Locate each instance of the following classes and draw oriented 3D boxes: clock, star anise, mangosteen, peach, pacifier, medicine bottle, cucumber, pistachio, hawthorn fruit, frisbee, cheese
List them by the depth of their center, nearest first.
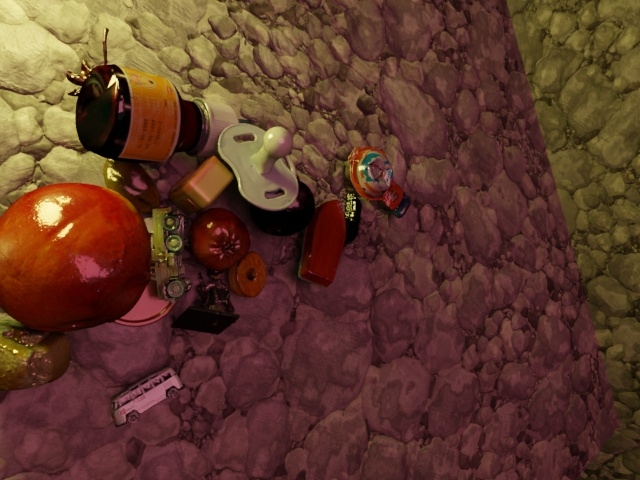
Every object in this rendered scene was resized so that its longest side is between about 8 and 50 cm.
[{"bbox_3d":[-0.567,0.041,1.011,0.372,0.290,0.373,12,44,-12],"label":"peach"},{"bbox_3d":[-0.429,-0.324,1.197,0.394,0.242,0.243,-4,87,-52],"label":"medicine bottle"},{"bbox_3d":[-0.590,-0.439,1.199,0.177,0.073,0.234,42,75,-36],"label":"star anise"},{"bbox_3d":[-0.528,-0.153,1.199,0.110,0.100,0.189,-42,108,-32],"label":"pistachio"},{"bbox_3d":[-0.140,-0.231,1.206,0.238,0.225,0.288,-19,80,-38],"label":"pacifier"},{"bbox_3d":[-0.517,0.117,1.227,0.250,0.021,0.251,3,84,-33],"label":"frisbee"},{"bbox_3d":[-0.349,-0.157,1.251,0.096,0.202,0.143,49,63,-21],"label":"clock"},{"bbox_3d":[-0.310,-0.013,1.285,0.179,0.200,0.179,-22,128,-30],"label":"hawthorn fruit"},{"bbox_3d":[-0.125,-0.139,1.402,0.211,0.211,0.250,5,65,-32],"label":"mangosteen"},{"bbox_3d":[0.122,-0.068,1.637,0.070,0.046,0.220,21,74,-37],"label":"cucumber"},{"bbox_3d":[0.228,-0.226,1.666,0.329,0.129,0.217,44,66,-22],"label":"cheese"}]

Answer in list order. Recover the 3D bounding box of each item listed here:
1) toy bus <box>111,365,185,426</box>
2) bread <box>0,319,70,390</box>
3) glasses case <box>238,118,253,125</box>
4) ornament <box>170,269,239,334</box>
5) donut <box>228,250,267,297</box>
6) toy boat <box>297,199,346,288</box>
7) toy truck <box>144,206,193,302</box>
[{"bbox_3d":[-0.479,0.424,1.187,0.193,0.087,0.089,-27,93,-31],"label":"toy bus"},{"bbox_3d":[-0.675,0.250,0.987,0.185,0.256,0.124,0,94,-53],"label":"bread"},{"bbox_3d":[-0.265,-0.384,1.433,0.083,0.023,0.034,-6,83,-34],"label":"glasses case"},{"bbox_3d":[-0.334,0.161,1.310,0.166,0.153,0.196,18,52,-30],"label":"ornament"},{"bbox_3d":[-0.232,0.109,1.356,0.152,0.058,0.152,30,56,-59],"label":"donut"},{"bbox_3d":[0.000,0.000,1.512,0.145,0.133,0.332,24,62,-23],"label":"toy boat"},{"bbox_3d":[-0.440,0.043,1.217,0.135,0.128,0.260,-7,91,-6],"label":"toy truck"}]
